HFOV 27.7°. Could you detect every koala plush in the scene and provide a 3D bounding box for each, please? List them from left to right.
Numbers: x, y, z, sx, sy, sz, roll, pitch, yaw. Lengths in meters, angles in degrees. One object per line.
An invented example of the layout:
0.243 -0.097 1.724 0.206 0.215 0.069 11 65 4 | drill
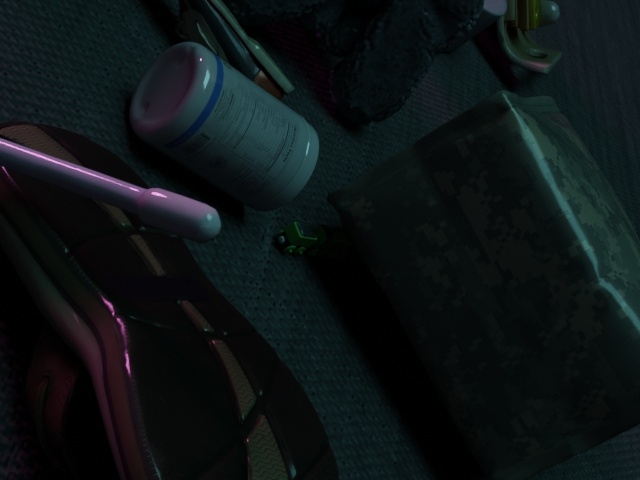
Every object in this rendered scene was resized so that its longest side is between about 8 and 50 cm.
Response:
0.033 -0.251 1.085 0.196 0.203 0.221 40 18 -29 | koala plush

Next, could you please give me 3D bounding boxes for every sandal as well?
-0.088 0.064 0.607 0.120 0.086 0.303 13 33 -47 | sandal

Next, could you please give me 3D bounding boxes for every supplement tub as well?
-0.060 -0.071 0.818 0.107 0.071 0.071 33 34 -40 | supplement tub

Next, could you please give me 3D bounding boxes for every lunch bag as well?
0.158 0.023 0.959 0.235 0.169 0.287 61 20 6 | lunch bag

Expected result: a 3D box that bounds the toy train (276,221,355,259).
0.000 0.000 0.891 0.083 0.024 0.017 8 52 -56 | toy train

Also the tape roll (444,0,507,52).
0.105 -0.310 1.387 0.219 0.072 0.219 40 29 -28 | tape roll

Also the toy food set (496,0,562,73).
0.266 -0.360 1.543 0.220 0.092 0.306 -43 131 -69 | toy food set

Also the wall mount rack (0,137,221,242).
-0.209 -0.079 0.502 0.304 0.130 0.350 57 26 3 | wall mount rack

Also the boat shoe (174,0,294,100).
-0.076 -0.144 0.909 0.137 0.043 0.049 50 8 -11 | boat shoe
